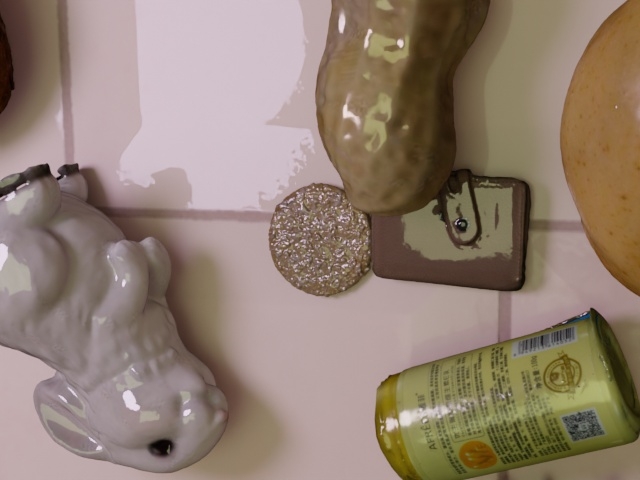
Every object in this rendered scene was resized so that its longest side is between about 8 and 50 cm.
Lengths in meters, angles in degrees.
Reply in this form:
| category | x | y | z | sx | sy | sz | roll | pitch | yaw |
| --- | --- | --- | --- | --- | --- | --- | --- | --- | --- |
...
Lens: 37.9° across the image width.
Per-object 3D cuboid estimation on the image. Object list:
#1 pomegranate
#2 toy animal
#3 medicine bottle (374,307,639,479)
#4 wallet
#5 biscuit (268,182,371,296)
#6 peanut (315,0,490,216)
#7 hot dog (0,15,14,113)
| category | x | y | z | sx | sy | sz | roll | pitch | yaw |
| --- | --- | --- | --- | --- | --- | --- | --- | --- | --- |
| pomegranate | 0.324 | -0.070 | 0.695 | 0.307 | 0.307 | 0.307 | 3 | 99 | 21 |
| toy animal | -0.255 | 0.100 | 0.996 | 0.258 | 0.194 | 0.357 | -29 | 95 | 13 |
| medicine bottle | 0.166 | 0.155 | 0.867 | 0.239 | 0.124 | 0.124 | -20 | 90 | 24 |
| wallet | 0.124 | -0.011 | 0.900 | 0.152 | 0.039 | 0.118 | 4 | 101 | 22 |
| biscuit | 0.000 | 0.000 | 0.961 | 0.120 | 0.015 | 0.120 | 3 | 100 | 20 |
| peanut | 0.069 | -0.177 | 0.841 | 0.149 | 0.149 | 0.313 | 11 | 96 | 19 |
| hot dog | -0.484 | -0.283 | 1.024 | 0.267 | 0.174 | 0.387 | -20 | 89 | 20 |
